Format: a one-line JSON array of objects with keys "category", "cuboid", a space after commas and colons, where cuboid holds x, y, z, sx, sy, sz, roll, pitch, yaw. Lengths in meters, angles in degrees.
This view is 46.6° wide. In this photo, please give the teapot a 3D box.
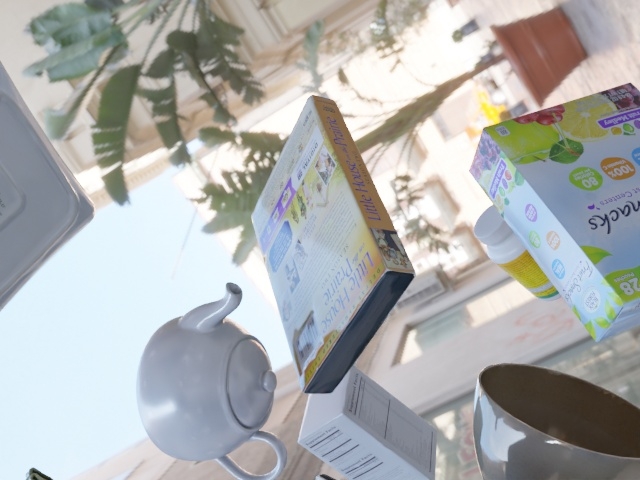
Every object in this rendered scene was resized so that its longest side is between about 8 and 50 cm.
[{"category": "teapot", "cuboid": [-0.154, 0.234, 1.184, 0.256, 0.187, 0.252, 50, -140, -51]}]

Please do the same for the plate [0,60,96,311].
[{"category": "plate", "cuboid": [-0.409, -0.051, 0.893, 0.278, 0.045, 0.277, -57, -43, -38]}]

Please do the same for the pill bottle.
[{"category": "pill bottle", "cuboid": [0.402, 0.018, 1.457, 0.208, 0.117, 0.117, 38, -158, -20]}]

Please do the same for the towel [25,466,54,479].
[{"category": "towel", "cuboid": [-0.285, 0.307, 0.827, 0.110, 0.148, 0.027, 30, -131, 0]}]

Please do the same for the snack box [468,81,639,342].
[{"category": "snack box", "cuboid": [0.264, -0.035, 0.665, 0.070, 0.175, 0.207, 96, 150, -54]}]

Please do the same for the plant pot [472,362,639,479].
[{"category": "plant pot", "cuboid": [0.355, 0.336, 1.137, 0.284, 0.190, 0.284, 13, -167, -3]}]

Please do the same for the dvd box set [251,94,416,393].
[{"category": "dvd box set", "cuboid": [0.000, 0.000, 1.259, 0.062, 0.307, 0.420, 6, -138, -28]}]

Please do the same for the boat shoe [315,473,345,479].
[{"category": "boat shoe", "cuboid": [0.050, 0.498, 1.477, 0.038, 0.125, 0.046, -47, -27, -38]}]

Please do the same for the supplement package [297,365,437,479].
[{"category": "supplement package", "cuboid": [0.097, 0.385, 1.465, 0.244, 0.134, 0.139, 40, -147, -15]}]
